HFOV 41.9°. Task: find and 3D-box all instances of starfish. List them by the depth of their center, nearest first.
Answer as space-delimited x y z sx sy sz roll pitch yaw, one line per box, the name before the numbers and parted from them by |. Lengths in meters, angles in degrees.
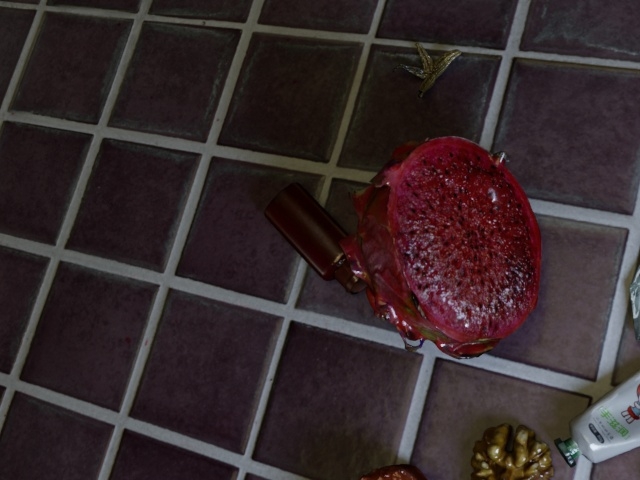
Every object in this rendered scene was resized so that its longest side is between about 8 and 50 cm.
starfish | 0.218 -0.340 1.710 0.133 0.041 0.130 7 71 25

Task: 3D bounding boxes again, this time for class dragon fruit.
dragon fruit | 0.195 0.013 1.473 0.249 0.386 0.370 -22 34 52

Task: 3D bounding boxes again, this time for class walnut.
walnut | 0.325 0.399 1.439 0.143 0.069 0.170 3 73 24

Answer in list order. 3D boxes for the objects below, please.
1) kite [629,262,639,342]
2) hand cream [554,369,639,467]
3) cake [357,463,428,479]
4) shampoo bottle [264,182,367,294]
kite | 0.707 0.105 1.400 0.361 0.022 0.204 9 72 23
hand cream | 0.549 0.272 1.399 0.336 0.076 0.121 -31 66 3
cake | 0.154 0.521 1.424 0.177 0.151 0.283 -39 69 2
shampoo bottle | 0.000 0.000 1.682 0.102 0.064 0.260 -45 64 3
